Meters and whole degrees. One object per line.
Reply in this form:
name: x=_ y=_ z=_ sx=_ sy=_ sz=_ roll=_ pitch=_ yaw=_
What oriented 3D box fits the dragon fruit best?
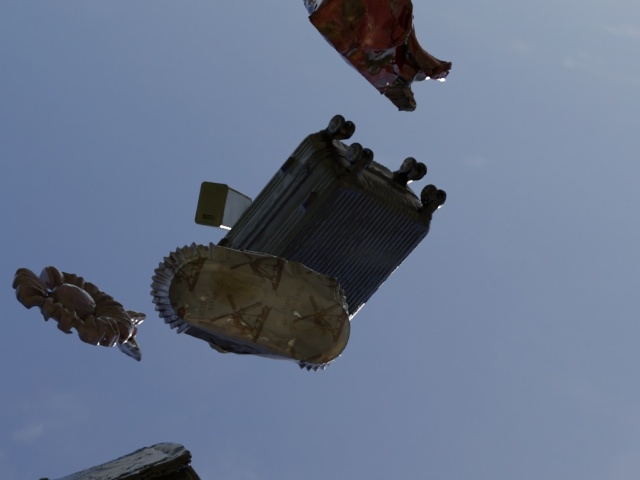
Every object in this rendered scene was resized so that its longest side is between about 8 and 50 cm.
dragon fruit: x=0.080 y=-0.268 z=1.856 sx=0.211 sy=0.134 sz=0.262 roll=52 pitch=-172 yaw=-20

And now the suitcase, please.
suitcase: x=0.000 y=0.000 z=1.989 sx=0.202 sy=0.312 sz=0.128 roll=26 pitch=-158 yaw=-38

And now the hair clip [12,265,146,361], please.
hair clip: x=-0.313 y=0.106 z=2.094 sx=0.173 sy=0.069 sz=0.300 roll=32 pitch=177 yaw=22

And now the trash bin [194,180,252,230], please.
trash bin: x=-0.134 y=-0.043 z=2.085 sx=0.043 sy=0.061 sz=0.092 roll=8 pitch=175 yaw=21

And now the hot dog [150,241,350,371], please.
hot dog: x=-0.061 y=0.059 z=1.355 sx=0.192 sy=0.099 sz=0.053 roll=15 pitch=-179 yaw=-15

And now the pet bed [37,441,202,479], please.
pet bed: x=-0.219 y=0.293 z=1.513 sx=0.211 sy=0.183 sz=0.159 roll=-18 pitch=-107 yaw=-29
